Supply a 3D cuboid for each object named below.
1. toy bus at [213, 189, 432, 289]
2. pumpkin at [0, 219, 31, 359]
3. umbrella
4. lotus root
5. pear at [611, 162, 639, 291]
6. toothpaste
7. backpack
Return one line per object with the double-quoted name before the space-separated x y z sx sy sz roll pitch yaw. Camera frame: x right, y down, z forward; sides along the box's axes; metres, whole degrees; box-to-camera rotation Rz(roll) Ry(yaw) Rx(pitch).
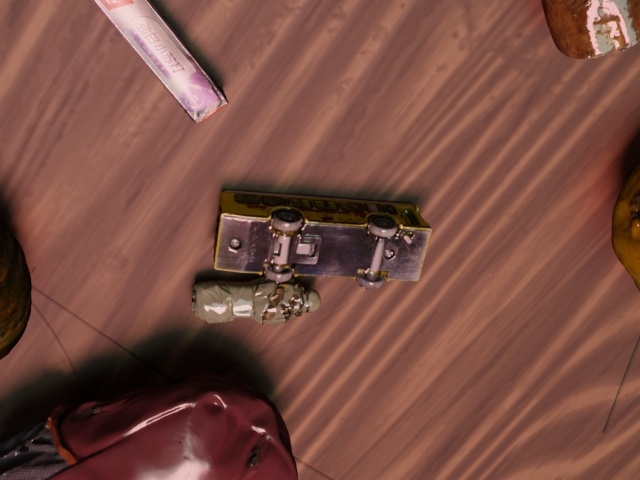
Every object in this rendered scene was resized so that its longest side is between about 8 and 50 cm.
"toy bus" 0.000 0.000 0.957 0.226 0.074 0.081 2 118 -13
"pumpkin" -0.385 0.045 0.854 0.223 0.157 0.224 -6 137 -5
"umbrella" -0.070 0.068 0.991 0.143 0.062 0.067 0 148 -10
"lotus root" 0.263 -0.232 0.849 0.112 0.122 0.081 -30 120 16
"pear" 0.469 -0.004 0.952 0.321 0.269 0.269 2 119 -14
"toothpaste" -0.162 -0.193 0.830 0.047 0.040 0.196 -35 120 7
"backpack" -0.185 0.268 1.006 0.317 0.197 0.283 -34 120 3
